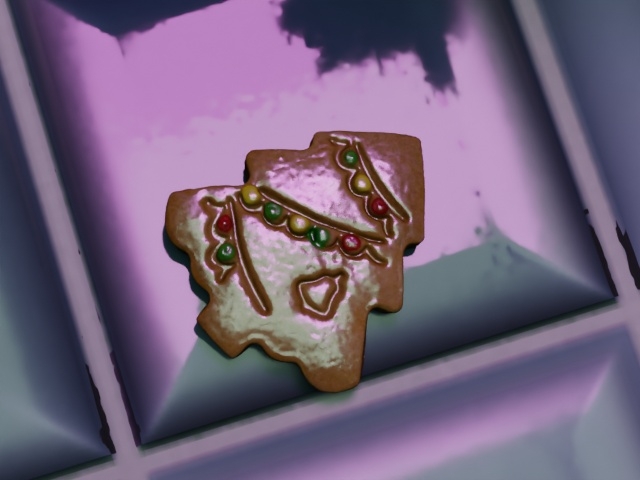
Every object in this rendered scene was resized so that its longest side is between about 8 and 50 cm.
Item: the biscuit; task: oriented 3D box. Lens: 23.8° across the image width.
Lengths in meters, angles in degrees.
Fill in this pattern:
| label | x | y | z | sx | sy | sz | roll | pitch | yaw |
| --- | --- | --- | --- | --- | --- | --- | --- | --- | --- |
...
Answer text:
| label | x | y | z | sx | sy | sz | roll | pitch | yaw |
| --- | --- | --- | --- | --- | --- | --- | --- | --- | --- |
| biscuit | 0.000 | 0.000 | 0.472 | 0.092 | 0.016 | 0.082 | -41 | 84 | -11 |
